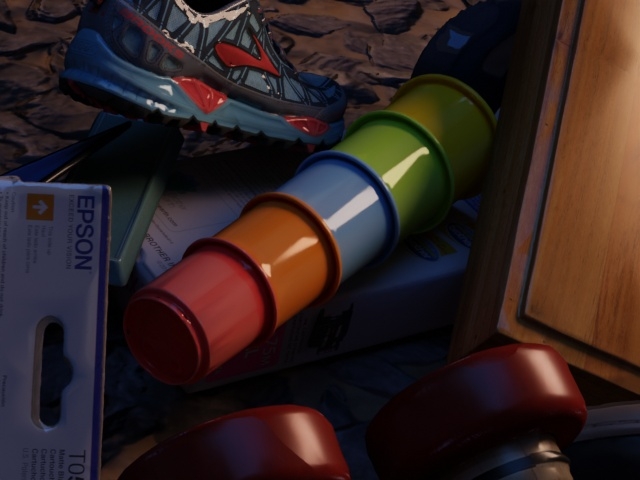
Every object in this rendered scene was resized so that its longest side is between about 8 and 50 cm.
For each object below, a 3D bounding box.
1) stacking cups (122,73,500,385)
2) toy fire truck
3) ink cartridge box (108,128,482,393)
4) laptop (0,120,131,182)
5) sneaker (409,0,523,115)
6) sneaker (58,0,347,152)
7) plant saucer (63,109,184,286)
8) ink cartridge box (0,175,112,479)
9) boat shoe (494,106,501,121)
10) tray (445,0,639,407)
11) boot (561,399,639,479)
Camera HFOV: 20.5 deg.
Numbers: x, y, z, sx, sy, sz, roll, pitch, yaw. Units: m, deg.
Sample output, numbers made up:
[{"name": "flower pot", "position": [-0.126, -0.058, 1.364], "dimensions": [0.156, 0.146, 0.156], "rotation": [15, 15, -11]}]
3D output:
[{"name": "stacking cups", "position": [0.000, -0.013, 1.119], "dimensions": [0.096, 0.096, 0.316], "rotation": [29, 37, 23]}, {"name": "toy fire truck", "position": [0.018, 0.189, 0.808], "dimensions": [0.302, 0.254, 0.169], "rotation": [-10, 63, -28]}, {"name": "ink cartridge box", "position": [0.000, 0.000, 1.240], "dimensions": [0.311, 0.065, 0.186], "rotation": [-15, 41, -30]}, {"name": "laptop", "position": [-0.307, -0.052, 1.147], "dimensions": [0.264, 0.136, 0.234], "rotation": [34, 38, 11]}, {"name": "sneaker", "position": [0.198, -0.114, 1.376], "dimensions": [0.131, 0.112, 0.319], "rotation": [42, 29, 29]}, {"name": "sneaker", "position": [-0.057, -0.132, 1.210], "dimensions": [0.104, 0.125, 0.262], "rotation": [19, 7, 34]}, {"name": "plant saucer", "position": [-0.141, -0.034, 1.184], "dimensions": [0.067, 0.018, 0.192], "rotation": [11, 35, 2]}, {"name": "ink cartridge box", "position": [-0.230, 0.071, 0.962], "dimensions": [0.224, 0.045, 0.223], "rotation": [4, 78, -12]}, {"name": "boat shoe", "position": [0.258, -0.018, 1.307], "dimensions": [0.301, 0.102, 0.108], "rotation": [16, 59, -5]}, {"name": "tray", "position": [0.225, -0.064, 1.199], "dimensions": [0.203, 0.076, 0.411], "rotation": [24, 57, -15]}, {"name": "boot", "position": [0.226, 0.230, 0.899], "dimensions": [0.377, 0.138, 0.284], "rotation": [-1, 45, 8]}]
